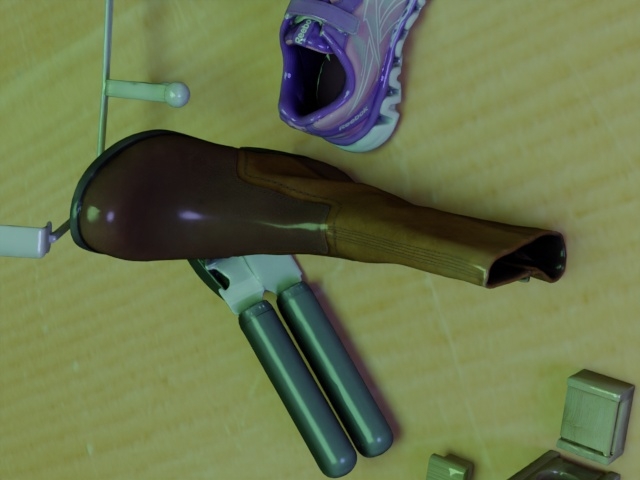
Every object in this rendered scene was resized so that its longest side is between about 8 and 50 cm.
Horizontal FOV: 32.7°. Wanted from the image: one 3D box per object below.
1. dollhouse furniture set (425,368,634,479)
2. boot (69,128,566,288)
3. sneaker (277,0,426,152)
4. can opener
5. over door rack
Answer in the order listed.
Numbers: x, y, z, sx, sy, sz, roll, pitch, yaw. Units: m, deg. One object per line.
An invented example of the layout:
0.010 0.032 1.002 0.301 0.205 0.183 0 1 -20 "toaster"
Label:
0.126 0.181 0.816 0.161 0.101 0.181 15 108 35 "dollhouse furniture set"
0.000 0.000 0.776 0.280 0.264 0.096 19 99 35 "boot"
0.019 -0.179 0.826 0.095 0.104 0.236 21 110 34 "sneaker"
-0.034 0.073 0.950 0.280 0.074 0.093 57 161 16 "can opener"
-0.166 -0.118 0.857 0.108 0.324 0.239 5 97 6 "over door rack"
